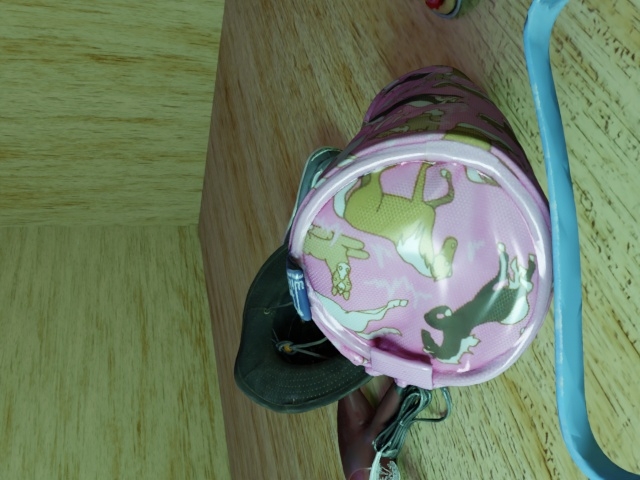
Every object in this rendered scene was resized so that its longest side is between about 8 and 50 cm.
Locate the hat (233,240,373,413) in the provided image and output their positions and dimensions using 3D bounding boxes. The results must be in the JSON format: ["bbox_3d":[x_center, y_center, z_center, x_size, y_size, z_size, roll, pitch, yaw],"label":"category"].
[{"bbox_3d":[0.030,0.122,0.897,0.332,0.134,0.331,-25,40,23],"label":"hat"}]

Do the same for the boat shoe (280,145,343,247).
[{"bbox_3d":[0.000,0.000,1.045,0.099,0.117,0.319,-131,49,-68],"label":"boat shoe"}]

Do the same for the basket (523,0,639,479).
[{"bbox_3d":[0.216,-0.025,0.209,0.289,0.201,0.254,-9,81,42],"label":"basket"}]

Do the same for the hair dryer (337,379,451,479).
[{"bbox_3d":[0.098,0.269,0.871,0.294,0.080,0.223,1,75,66],"label":"hair dryer"}]

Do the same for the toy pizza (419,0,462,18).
[{"bbox_3d":[0.099,-0.344,0.695,0.201,0.032,0.201,59,-178,-3],"label":"toy pizza"}]

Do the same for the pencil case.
[{"bbox_3d":[0.086,-0.044,0.505,0.160,0.167,0.386,56,-159,-13],"label":"pencil case"}]
